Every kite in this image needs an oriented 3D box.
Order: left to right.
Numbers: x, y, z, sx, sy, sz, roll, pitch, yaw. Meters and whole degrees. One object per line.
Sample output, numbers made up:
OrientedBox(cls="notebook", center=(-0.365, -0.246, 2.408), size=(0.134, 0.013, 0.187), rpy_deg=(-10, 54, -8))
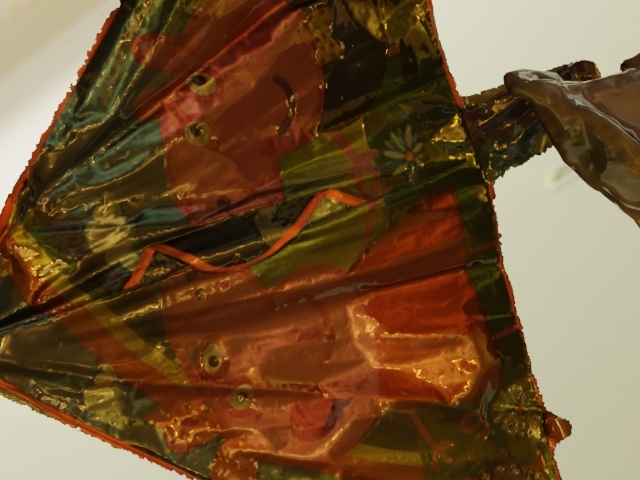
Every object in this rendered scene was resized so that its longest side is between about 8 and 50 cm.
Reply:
OrientedBox(cls="kite", center=(0.000, 0.000, 0.464), size=(0.234, 0.321, 0.016), rpy_deg=(-21, -170, -30))

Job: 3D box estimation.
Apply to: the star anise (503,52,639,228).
OrientedBox(cls="star anise", center=(0.159, -0.014, 0.451), size=(0.171, 0.208, 0.063), rpy_deg=(-18, -127, 19))
